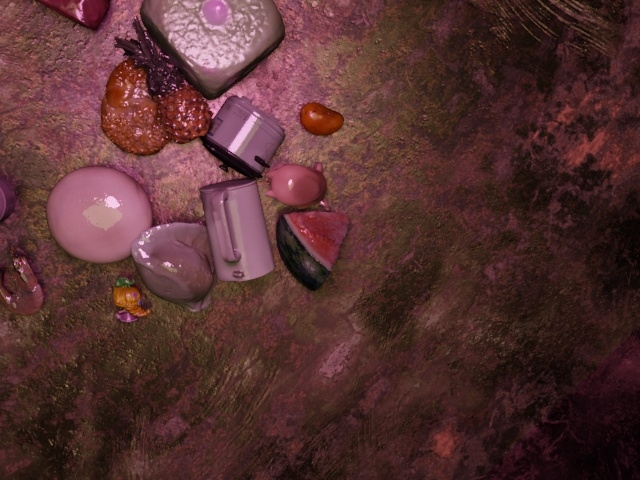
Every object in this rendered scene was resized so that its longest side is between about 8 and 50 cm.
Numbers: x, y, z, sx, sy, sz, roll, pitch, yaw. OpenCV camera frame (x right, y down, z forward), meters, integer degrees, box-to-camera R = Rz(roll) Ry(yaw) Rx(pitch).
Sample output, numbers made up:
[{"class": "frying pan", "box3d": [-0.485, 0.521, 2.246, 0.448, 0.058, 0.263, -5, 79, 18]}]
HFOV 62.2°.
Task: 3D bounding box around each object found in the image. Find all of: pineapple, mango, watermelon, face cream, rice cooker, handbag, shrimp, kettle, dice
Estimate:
[{"class": "pineapple", "box3d": [-0.454, -0.462, 1.539, 0.165, 0.165, 0.364, -32, 113, -3]}, {"class": "mango", "box3d": [0.005, -0.411, 1.821, 0.159, 0.084, 0.105, 15, 105, -14]}, {"class": "watermelon", "box3d": [-0.035, 0.024, 1.899, 0.250, 0.292, 0.283, -39, 81, 39]}, {"class": "face cream", "box3d": [-1.058, -0.123, 1.635, 0.177, 0.153, 0.177, -3, 102, -13]}, {"class": "rice cooker", "box3d": [-0.253, -0.322, 1.711, 0.280, 0.241, 0.227, 33, 89, 28]}, {"class": "handbag", "box3d": [-0.745, -0.734, 1.567, 0.225, 0.146, 0.135, 26, 99, -14]}, {"class": "shrimp", "box3d": [-1.012, 0.134, 1.752, 0.145, 0.059, 0.254, -16, 110, 3]}, {"class": "kettle", "box3d": [-0.293, -0.031, 1.757, 0.265, 0.205, 0.318, -27, 114, -52]}, {"class": "dice", "box3d": [-0.318, -0.635, 1.583, 0.318, 0.330, 0.322, -41, 106, -5]}]

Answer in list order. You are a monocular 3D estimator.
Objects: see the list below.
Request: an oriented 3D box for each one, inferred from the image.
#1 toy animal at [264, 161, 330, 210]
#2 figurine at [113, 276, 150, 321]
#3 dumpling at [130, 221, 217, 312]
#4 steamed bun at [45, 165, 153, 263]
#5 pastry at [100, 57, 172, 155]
[{"class": "toy animal", "box3d": [-0.065, -0.187, 1.787, 0.154, 0.250, 0.166, 10, 99, 29]}, {"class": "figurine", "box3d": [-0.644, 0.200, 1.817, 0.115, 0.095, 0.156, 2, 106, 0]}, {"class": "dumpling", "box3d": [-0.456, 0.104, 1.764, 0.270, 0.320, 0.212, -22, 64, -14]}, {"class": "steamed bun", "box3d": [-0.701, -0.078, 1.690, 0.324, 0.206, 0.324, -3, 104, -12]}, {"class": "pastry", "box3d": [-0.559, -0.419, 1.667, 0.255, 0.162, 0.311, 15, 98, -12]}]
